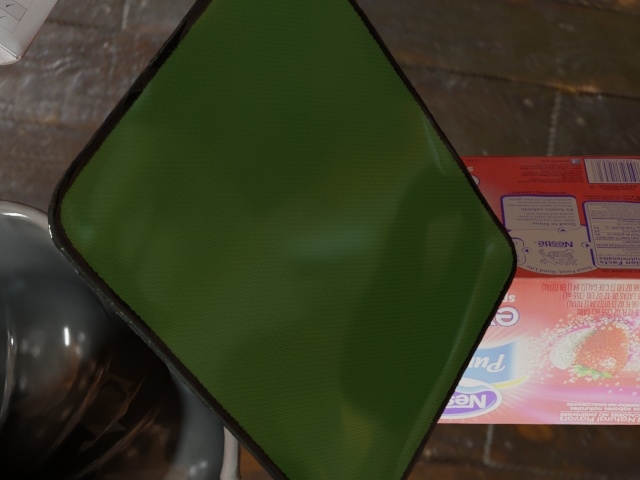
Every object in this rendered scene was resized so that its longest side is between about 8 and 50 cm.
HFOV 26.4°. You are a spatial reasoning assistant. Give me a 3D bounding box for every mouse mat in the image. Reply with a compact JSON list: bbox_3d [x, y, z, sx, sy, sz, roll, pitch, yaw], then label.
[{"bbox_3d":[0.000,0.000,0.479,0.190,0.007,0.153,52,56,-31],"label":"mouse mat"}]

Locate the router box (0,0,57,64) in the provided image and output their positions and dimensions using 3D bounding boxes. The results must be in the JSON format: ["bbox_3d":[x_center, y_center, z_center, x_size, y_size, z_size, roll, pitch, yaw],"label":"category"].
[{"bbox_3d":[-0.269,-0.334,0.912,0.335,0.082,0.301,35,79,-22],"label":"router box"}]

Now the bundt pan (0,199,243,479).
[{"bbox_3d":[-0.179,0.150,0.647,0.330,0.124,0.331,-2,75,6],"label":"bundt pan"}]

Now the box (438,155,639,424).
[{"bbox_3d":[0.095,0.036,1.000,0.299,0.154,0.142,0,127,2],"label":"box"}]
